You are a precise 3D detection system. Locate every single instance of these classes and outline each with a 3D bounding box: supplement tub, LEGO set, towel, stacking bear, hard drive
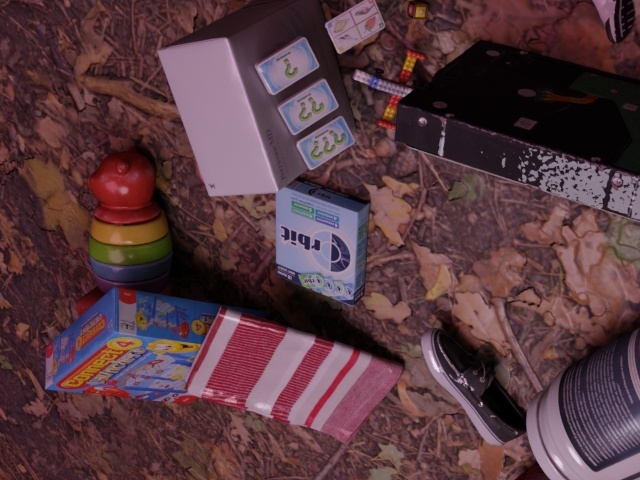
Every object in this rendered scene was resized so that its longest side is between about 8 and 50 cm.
[{"bbox_3d":[0.431,0.226,1.349,0.191,0.191,0.272,49,135,1],"label":"supplement tub"},{"bbox_3d":[0.059,-0.218,1.349,0.182,0.244,0.060,62,174,-33],"label":"LEGO set"},{"bbox_3d":[-0.051,0.238,1.725,0.328,0.037,0.237,19,133,-11],"label":"towel"},{"bbox_3d":[-0.352,-0.021,1.814,0.164,0.175,0.289,4,113,8],"label":"stacking bear"},{"bbox_3d":[0.290,-0.137,1.192,0.338,0.237,0.064,20,128,25],"label":"hard drive"}]

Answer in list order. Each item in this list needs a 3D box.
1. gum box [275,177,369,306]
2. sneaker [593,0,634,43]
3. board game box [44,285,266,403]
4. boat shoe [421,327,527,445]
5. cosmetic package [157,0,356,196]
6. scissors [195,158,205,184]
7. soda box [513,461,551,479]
[{"bbox_3d":[0.000,0.000,1.635,0.156,0.041,0.185,21,129,25],"label":"gum box"},{"bbox_3d":[0.344,-0.290,1.196,0.043,0.040,0.109,11,122,51],"label":"sneaker"},{"bbox_3d":[-0.304,0.201,1.829,0.308,0.301,0.086,-36,52,45],"label":"board game box"},{"bbox_3d":[0.247,0.225,1.570,0.076,0.080,0.229,-27,100,38],"label":"boat shoe"},{"bbox_3d":[-0.083,-0.211,1.433,0.138,0.224,0.224,0,118,38],"label":"cosmetic package"},{"bbox_3d":[-0.176,-0.212,1.645,0.109,0.021,0.297,16,127,31],"label":"scissors"},{"bbox_3d":[0.356,0.417,1.497,0.092,0.083,0.263,52,179,-3],"label":"soda box"}]
